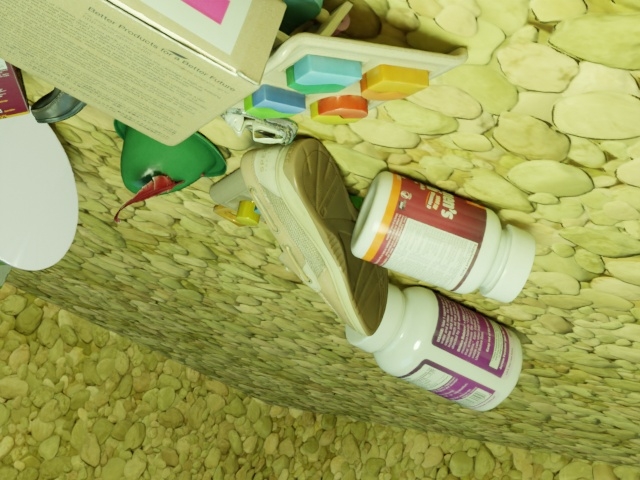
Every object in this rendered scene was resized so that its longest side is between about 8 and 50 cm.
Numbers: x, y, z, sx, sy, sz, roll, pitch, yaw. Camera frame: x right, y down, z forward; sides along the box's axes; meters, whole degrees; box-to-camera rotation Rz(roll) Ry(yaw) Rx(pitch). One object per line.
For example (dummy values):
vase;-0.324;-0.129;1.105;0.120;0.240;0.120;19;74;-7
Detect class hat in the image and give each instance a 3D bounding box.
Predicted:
hat;-0.251;-0.068;1.176;0.173;0.183;0.208;7;158;31

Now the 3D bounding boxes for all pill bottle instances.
pill bottle;0.201;0.183;1.487;0.302;0.169;0.169;27;159;-22
pill bottle;0.161;-0.001;1.089;0.221;0.121;0.121;20;161;-6

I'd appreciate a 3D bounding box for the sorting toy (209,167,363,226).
sorting toy;-0.066;-0.042;1.291;0.196;0.047;0.348;26;160;-22

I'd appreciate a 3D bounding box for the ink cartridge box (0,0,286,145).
ink cartridge box;-0.176;-0.187;0.680;0.235;0.088;0.193;28;157;-25

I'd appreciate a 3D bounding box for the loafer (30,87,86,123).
loafer;-0.301;-0.199;1.014;0.170;0.062;0.061;-24;129;23

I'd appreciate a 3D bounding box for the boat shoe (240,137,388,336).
boat shoe;0.000;0.000;1.159;0.110;0.121;0.341;-1;131;33

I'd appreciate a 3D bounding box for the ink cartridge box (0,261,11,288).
ink cartridge box;-0.562;0.033;1.293;0.109;0.062;0.209;27;176;-8

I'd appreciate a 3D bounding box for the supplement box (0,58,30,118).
supplement box;-0.407;-0.226;0.970;0.081;0.104;0.188;-15;166;-14

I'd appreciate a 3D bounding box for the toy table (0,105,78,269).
toy table;-0.497;-0.088;1.287;0.252;0.274;0.161;-10;-175;-31

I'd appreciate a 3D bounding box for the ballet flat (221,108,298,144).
ballet flat;-0.087;-0.147;1.035;0.114;0.041;0.041;18;161;0

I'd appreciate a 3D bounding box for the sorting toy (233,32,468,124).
sorting toy;0.010;-0.148;0.805;0.208;0.038;0.193;-5;174;-32

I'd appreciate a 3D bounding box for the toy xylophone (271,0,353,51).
toy xylophone;-0.146;-0.240;0.766;0.323;0.081;0.236;31;157;-33
